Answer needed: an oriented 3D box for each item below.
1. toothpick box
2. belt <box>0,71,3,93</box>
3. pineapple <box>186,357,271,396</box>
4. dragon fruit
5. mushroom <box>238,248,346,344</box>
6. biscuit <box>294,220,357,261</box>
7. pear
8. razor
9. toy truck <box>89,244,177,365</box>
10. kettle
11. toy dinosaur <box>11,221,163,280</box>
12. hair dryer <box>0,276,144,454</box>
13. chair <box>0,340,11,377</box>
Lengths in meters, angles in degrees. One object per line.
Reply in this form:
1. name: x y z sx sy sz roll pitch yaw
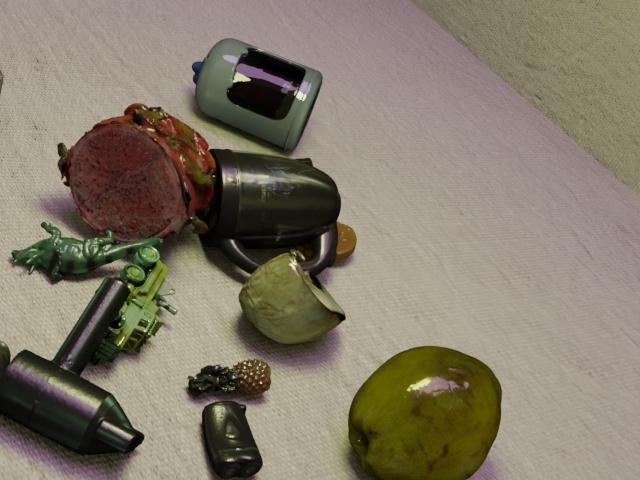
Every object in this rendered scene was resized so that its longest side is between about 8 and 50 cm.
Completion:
1. toothpick box: -0.196 -0.416 2.505 0.354 0.263 0.263 22 33 -1
2. belt: -0.871 -0.372 1.991 0.260 0.122 0.324 4 -10 44
3. pineapple: -0.174 0.264 1.700 0.159 0.074 0.074 -1 40 -28
4. dragon fruit: -0.370 -0.141 1.960 0.314 0.296 0.263 59 22 -10
5. mushroom: -0.066 0.134 1.868 0.190 0.164 0.267 55 2 4
6. biscuit: -0.001 0.003 2.190 0.170 0.050 0.170 8 38 -6
7. pear: 0.201 0.331 1.683 0.321 0.269 0.269 -18 50 -29
8. razor: -0.162 0.354 1.592 0.090 0.054 0.148 5 37 -27
9. toy truck: -0.357 0.136 1.720 0.135 0.128 0.260 36 33 -6
10. kettle: -0.099 -0.054 2.055 0.324 0.228 0.321 1 62 -23
11. toy dinosaur: -0.479 0.012 1.833 0.291 0.079 0.120 -14 54 -23
12. hair dryer: -0.372 0.207 1.525 0.244 0.116 0.303 26 65 1
13. chair: -0.685 0.150 1.445 0.319 0.160 0.186 41 44 4
